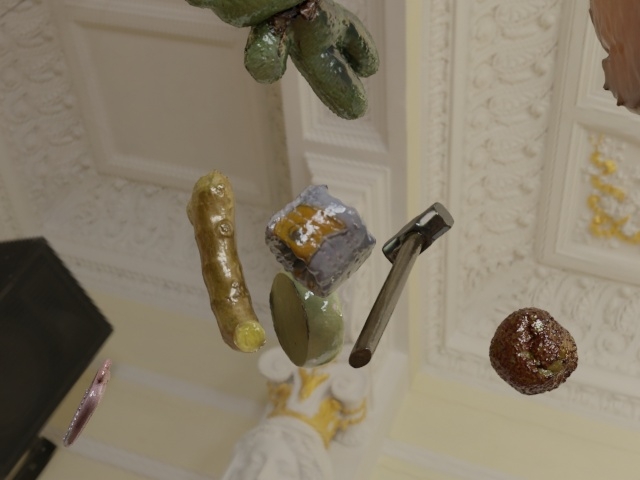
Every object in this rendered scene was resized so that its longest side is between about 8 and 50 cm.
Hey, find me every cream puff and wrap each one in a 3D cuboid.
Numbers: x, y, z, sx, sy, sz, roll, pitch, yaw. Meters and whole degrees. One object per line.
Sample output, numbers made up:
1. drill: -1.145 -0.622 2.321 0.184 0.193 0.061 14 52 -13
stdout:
1. cream puff: 0.353 0.181 1.467 0.149 0.149 0.084 15 -13 17

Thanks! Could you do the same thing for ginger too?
1. ginger: -0.141 0.033 1.283 0.065 0.298 0.118 -2 -33 -24

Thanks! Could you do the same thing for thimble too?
1. thimble: -0.001 0.000 1.313 0.127 0.118 0.151 38 -15 28

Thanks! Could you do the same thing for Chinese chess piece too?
1. Chinese chess piece: -0.023 0.133 1.575 0.188 0.083 0.188 170 -90 -67

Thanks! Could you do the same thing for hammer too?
1. hammer: 0.098 0.059 1.155 0.043 0.365 0.111 46 -61 -7

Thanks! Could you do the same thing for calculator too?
1. calculator: -0.366 0.258 1.402 0.024 0.103 0.165 27 -68 -11

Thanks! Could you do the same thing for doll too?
1. doll: -0.009 -0.147 0.557 0.078 0.115 0.150 -3 -35 46

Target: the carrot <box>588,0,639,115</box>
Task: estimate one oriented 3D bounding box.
1. carrot: 0.287 -0.191 0.503 0.254 0.196 0.195 -13 -54 6
